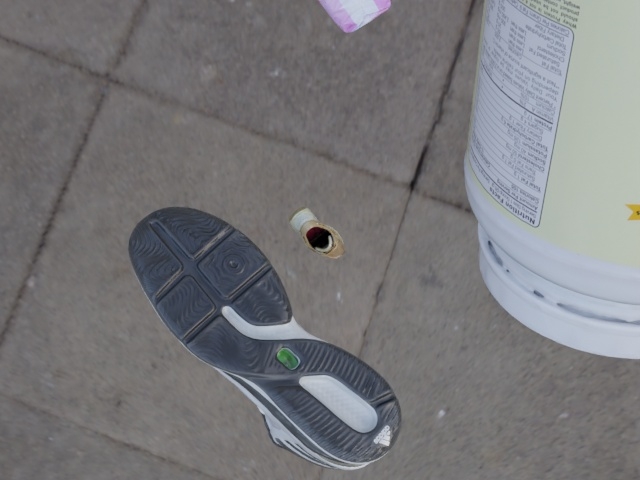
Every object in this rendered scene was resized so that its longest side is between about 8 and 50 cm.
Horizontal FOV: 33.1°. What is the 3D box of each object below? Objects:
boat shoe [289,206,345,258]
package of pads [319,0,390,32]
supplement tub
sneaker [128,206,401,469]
[{"bbox_3d":[0.000,0.000,1.619,0.050,0.135,0.045,-43,51,8],"label":"boat shoe"},{"bbox_3d":[0.010,-0.134,0.533,0.032,0.083,0.050,-29,106,10],"label":"package of pads"},{"bbox_3d":[0.221,-0.106,0.718,0.235,0.325,0.235,1,38,0],"label":"supplement tub"},{"bbox_3d":[-0.103,0.164,1.498,0.447,0.257,0.169,44,65,8],"label":"sneaker"}]
